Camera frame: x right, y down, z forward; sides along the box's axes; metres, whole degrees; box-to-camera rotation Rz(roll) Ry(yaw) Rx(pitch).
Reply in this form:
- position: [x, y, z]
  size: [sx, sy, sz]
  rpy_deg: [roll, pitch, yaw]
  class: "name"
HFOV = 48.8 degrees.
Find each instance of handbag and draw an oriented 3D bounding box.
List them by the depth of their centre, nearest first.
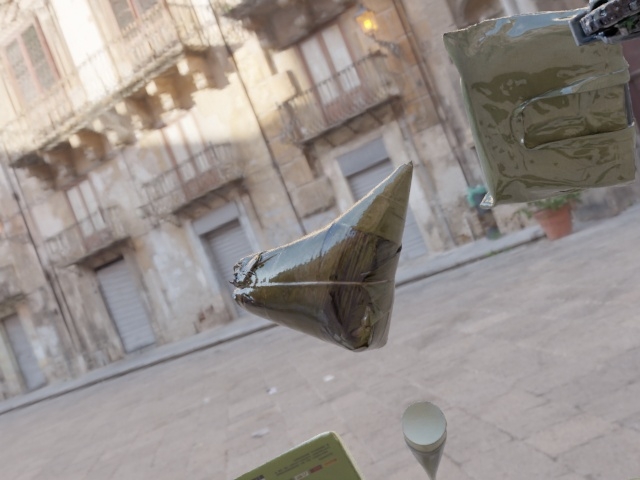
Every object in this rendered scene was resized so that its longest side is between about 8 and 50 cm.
- position: [0.342, -0.200, 1.083]
  size: [0.253, 0.316, 0.109]
  rpy_deg: [-8, 30, 21]
  class: "handbag"

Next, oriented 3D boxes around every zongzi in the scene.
- position: [0.000, 0.000, 1.089]
  size: [0.274, 0.300, 0.145]
  rpy_deg: [16, 13, 29]
  class: "zongzi"

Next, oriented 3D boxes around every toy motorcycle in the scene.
- position: [0.405, -0.285, 0.788]
  size: [0.270, 0.106, 0.159]
  rpy_deg: [-23, 3, 0]
  class: "toy motorcycle"

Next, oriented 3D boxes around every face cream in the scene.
- position: [0.178, 0.339, 1.179]
  size: [0.070, 0.114, 0.224]
  rpy_deg: [-5, -31, 9]
  class: "face cream"

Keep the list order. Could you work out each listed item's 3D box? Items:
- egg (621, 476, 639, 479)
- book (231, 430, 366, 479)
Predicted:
- position: [0.345, 0.366, 0.752]
  size: [0.242, 0.186, 0.186]
  rpy_deg: [-46, 8, -22]
  class: "egg"
- position: [0.013, 0.519, 1.213]
  size: [0.239, 0.352, 0.035]
  rpy_deg: [-30, 0, 19]
  class: "book"
